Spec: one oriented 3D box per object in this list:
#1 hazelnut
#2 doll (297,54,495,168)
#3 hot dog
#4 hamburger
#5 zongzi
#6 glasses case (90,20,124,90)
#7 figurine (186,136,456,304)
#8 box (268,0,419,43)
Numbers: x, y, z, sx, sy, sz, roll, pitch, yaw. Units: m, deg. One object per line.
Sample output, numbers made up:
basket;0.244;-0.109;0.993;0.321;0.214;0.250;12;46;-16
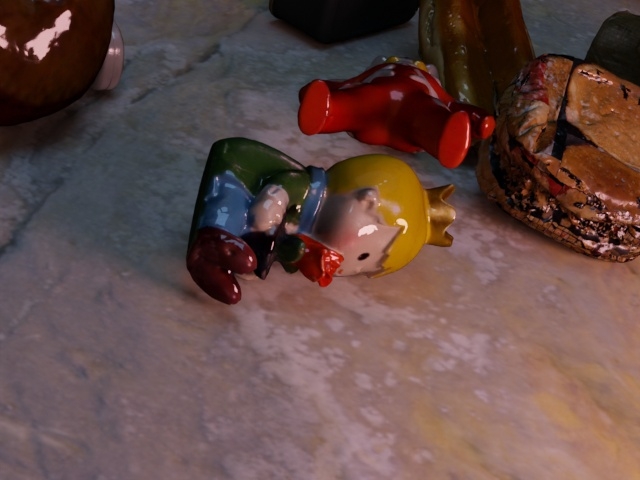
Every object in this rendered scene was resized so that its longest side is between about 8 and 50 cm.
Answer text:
hazelnut;-0.312;-0.223;1.611;0.217;0.217;0.251;24;55;18
doll;0.073;-0.127;1.585;0.188;0.099;0.384;13;8;1
hot dog;0.175;-0.208;1.861;0.135;0.100;0.337;6;43;-12
hamburger;0.272;-0.083;1.660;0.231;0.107;0.231;14;43;-13
zongzi;0.374;-0.181;1.812;0.274;0.145;0.300;32;15;34
glasses case;-0.260;-0.227;1.755;0.049;0.074;0.193;-6;36;-30
figurine;0.005;-0.008;1.455;0.234;0.127;0.185;19;34;-10
box;0.045;-0.323;1.975;0.090;0.144;0.201;36;36;29
